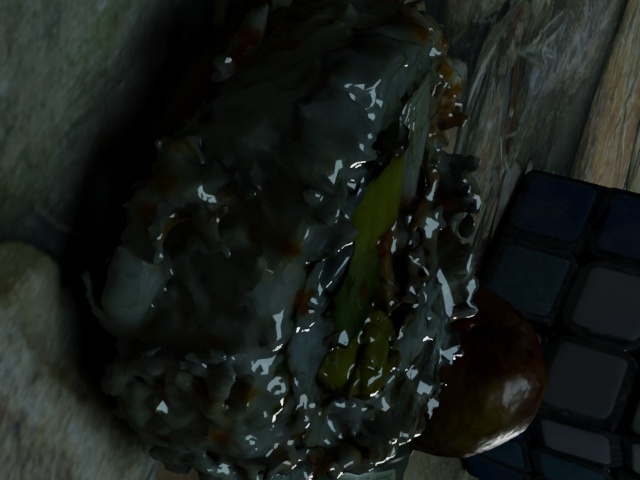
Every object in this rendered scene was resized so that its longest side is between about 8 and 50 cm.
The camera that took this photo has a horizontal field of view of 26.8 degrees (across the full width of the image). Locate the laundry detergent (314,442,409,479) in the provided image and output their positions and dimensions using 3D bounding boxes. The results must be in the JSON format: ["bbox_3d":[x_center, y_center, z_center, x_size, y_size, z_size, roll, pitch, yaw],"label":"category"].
[{"bbox_3d":[0.016,0.294,1.339,0.144,0.078,0.222,-1,106,-43],"label":"laundry detergent"}]

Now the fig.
[{"bbox_3d":[0.105,0.179,1.407,0.290,0.190,0.190,-52,164,20],"label":"fig"}]

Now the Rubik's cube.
[{"bbox_3d":[0.388,0.162,1.771,0.363,0.362,0.359,-63,152,-27],"label":"Rubik's cube"}]

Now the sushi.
[{"bbox_3d":[-0.002,-0.001,0.997,0.417,0.175,0.418,-46,145,-48],"label":"sushi"}]
